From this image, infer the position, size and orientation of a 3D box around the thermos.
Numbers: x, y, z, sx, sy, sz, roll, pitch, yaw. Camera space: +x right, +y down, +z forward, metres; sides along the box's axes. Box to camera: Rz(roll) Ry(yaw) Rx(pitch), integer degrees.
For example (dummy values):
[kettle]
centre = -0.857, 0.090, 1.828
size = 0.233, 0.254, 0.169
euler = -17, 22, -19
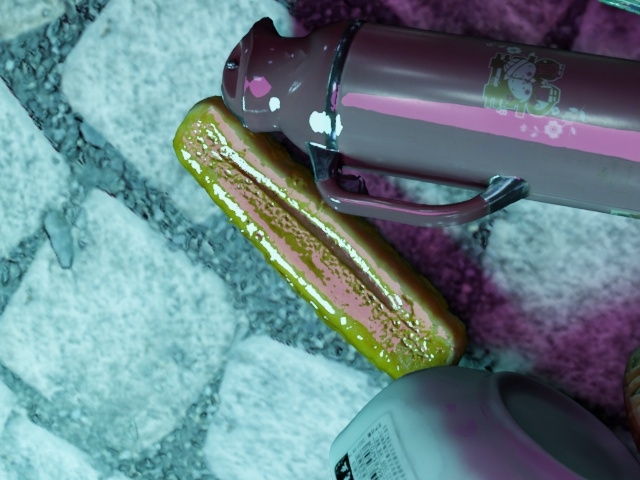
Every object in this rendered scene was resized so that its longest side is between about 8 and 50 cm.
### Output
[thermos]
centre = 0.085, -0.080, 0.810
size = 0.330, 0.109, 0.136
euler = 11, 98, 14

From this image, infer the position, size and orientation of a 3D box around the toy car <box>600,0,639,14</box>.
[toy car]
centre = 0.210, -0.185, 0.761
size = 0.224, 0.090, 0.076
euler = 22, 103, 10

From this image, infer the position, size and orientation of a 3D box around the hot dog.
[hot dog]
centre = 0.000, 0.000, 0.884
size = 0.088, 0.061, 0.286
euler = -41, 91, 21

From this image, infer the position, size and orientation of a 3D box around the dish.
[dish]
centre = 0.139, 0.175, 0.785
size = 0.256, 0.256, 0.117
euler = 35, 107, 6

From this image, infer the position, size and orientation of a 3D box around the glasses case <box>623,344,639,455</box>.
[glasses case]
centre = 0.343, 0.250, 0.794
size = 0.098, 0.156, 0.425
euler = -30, 93, 26
